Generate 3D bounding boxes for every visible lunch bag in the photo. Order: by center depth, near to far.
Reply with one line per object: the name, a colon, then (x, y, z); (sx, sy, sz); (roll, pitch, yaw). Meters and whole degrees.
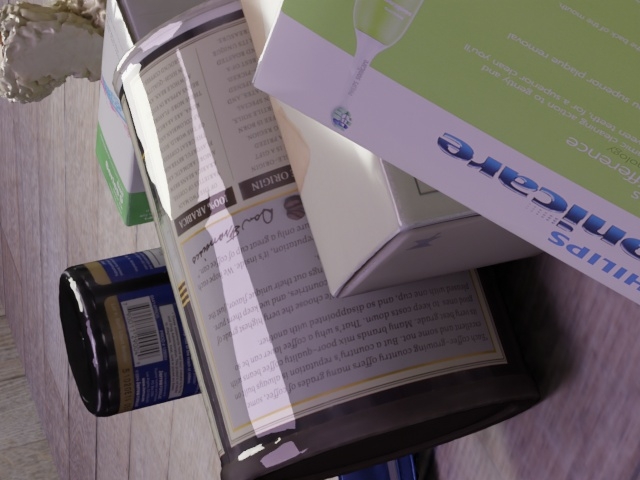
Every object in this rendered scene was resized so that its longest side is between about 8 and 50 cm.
lunch bag: (0.041, 0.151, 1.117); (0.067, 0.065, 0.098); (-125, 25, -80)

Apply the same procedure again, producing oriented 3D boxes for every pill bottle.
pill bottle: (-0.089, 0.059, 1.187); (0.123, 0.219, 0.122); (168, 90, -71)

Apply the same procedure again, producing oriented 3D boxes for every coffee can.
coffee can: (0.000, 0.000, 0.934); (0.201, 0.201, 0.275); (131, 124, -66)

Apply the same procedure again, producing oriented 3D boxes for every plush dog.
plush dog: (-0.179, -0.243, 1.382); (0.262, 0.211, 0.225); (-63, 19, 18)

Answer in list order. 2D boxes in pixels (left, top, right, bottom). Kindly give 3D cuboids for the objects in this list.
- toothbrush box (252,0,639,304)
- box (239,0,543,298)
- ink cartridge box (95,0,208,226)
toothbrush box: (0.114, -0.115, 0.519); (0.206, 0.122, 0.283); (29, 150, 1)
box: (0.041, -0.140, 0.818); (0.121, 0.148, 0.311); (134, 123, -63)
ink cartridge box: (-0.090, -0.118, 1.180); (0.212, 0.154, 0.093); (105, 147, -52)
